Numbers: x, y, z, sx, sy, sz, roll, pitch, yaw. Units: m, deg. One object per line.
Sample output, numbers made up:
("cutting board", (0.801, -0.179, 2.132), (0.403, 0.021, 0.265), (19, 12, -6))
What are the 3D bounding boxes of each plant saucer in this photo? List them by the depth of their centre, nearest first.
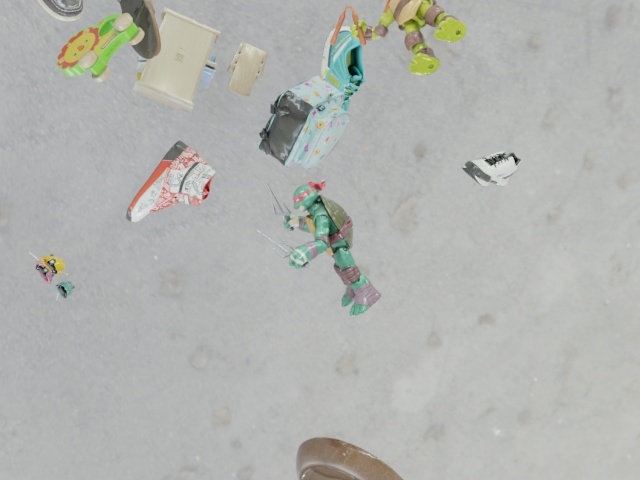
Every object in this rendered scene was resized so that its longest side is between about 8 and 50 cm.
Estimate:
("plant saucer", (0.037, 0.300, 0.841), (0.029, 0.169, 0.168), (-49, 133, -41))

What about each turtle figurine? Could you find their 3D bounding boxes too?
("turtle figurine", (0.000, 0.000, 1.100), (0.118, 0.175, 0.234), (-33, 101, 14))
("turtle figurine", (0.146, -0.376, 1.217), (0.269, 0.217, 0.087), (-39, 142, 22))

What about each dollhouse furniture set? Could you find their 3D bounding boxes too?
("dollhouse furniture set", (-0.322, -0.377, 1.765), (0.287, 0.303, 0.198), (21, 78, -15))

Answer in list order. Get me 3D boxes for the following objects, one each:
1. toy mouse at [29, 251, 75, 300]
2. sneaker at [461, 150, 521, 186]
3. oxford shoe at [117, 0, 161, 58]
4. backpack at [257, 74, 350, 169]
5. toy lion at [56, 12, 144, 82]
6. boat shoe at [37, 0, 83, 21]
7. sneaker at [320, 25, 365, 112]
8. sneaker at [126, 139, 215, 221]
("toy mouse", (-0.605, 0.084, 1.650), (0.031, 0.161, 0.143), (-40, 148, -37))
("sneaker", (0.214, -0.094, 0.898), (0.109, 0.040, 0.043), (-9, 143, -53))
("oxford shoe", (-0.358, -0.459, 1.456), (0.076, 0.212, 0.076), (-27, 167, 25))
("backpack", (-0.022, -0.251, 1.515), (0.144, 0.188, 0.165), (30, 129, 5))
("toy lion", (-0.276, -0.239, 0.882), (0.100, 0.096, 0.034), (-50, 138, -8))
("boat shoe", (-0.579, -0.610, 1.543), (0.103, 0.092, 0.285), (-14, 79, -32))
("sneaker", (0.056, -0.405, 1.845), (0.107, 0.110, 0.275), (-22, 131, -39))
("sneaker", (-0.386, -0.116, 1.880), (0.145, 0.090, 0.270), (38, 109, -6))
